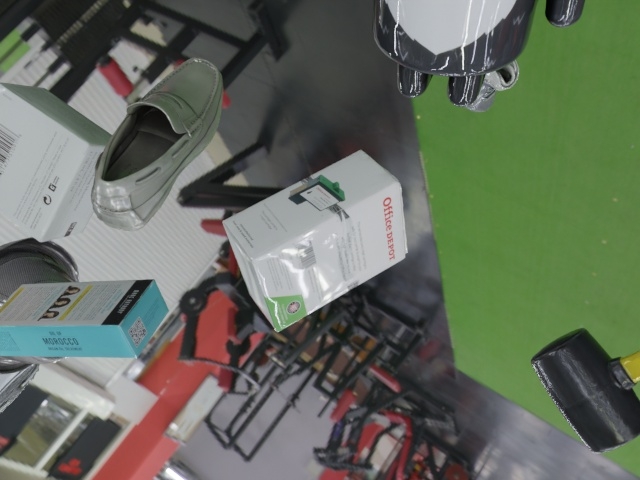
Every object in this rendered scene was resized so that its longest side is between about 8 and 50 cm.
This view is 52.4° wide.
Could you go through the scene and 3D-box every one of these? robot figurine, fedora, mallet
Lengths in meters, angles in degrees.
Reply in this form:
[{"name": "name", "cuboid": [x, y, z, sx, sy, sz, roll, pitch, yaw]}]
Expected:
[{"name": "robot figurine", "cuboid": [0.138, -0.276, 0.652, 0.278, 0.209, 0.173, 90, 161, -44]}, {"name": "fedora", "cuboid": [-0.473, 0.126, 1.100, 0.124, 0.244, 0.275, 18, 157, 24]}, {"name": "mallet", "cuboid": [0.197, 0.050, 0.310, 0.189, 0.039, 0.062, -31, 81, 35]}]

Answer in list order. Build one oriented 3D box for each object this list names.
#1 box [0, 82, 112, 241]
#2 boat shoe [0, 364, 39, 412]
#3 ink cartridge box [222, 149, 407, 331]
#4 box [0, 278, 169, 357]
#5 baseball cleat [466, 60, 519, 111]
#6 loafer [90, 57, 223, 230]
[{"name": "box", "cuboid": [-0.442, -0.124, 1.034, 0.182, 0.181, 0.119, 34, -166, 6]}, {"name": "boat shoe", "cuboid": [-0.707, 0.275, 1.500, 0.121, 0.335, 0.119, 31, 155, 20]}, {"name": "ink cartridge box", "cuboid": [0.000, 0.000, 0.883, 0.092, 0.219, 0.160, 48, 160, 39]}, {"name": "box", "cuboid": [-0.348, 0.111, 0.922, 0.244, 0.100, 0.060, -3, 124, 21]}, {"name": "baseball cleat", "cuboid": [0.266, -0.252, 1.040, 0.109, 0.072, 0.206, 43, -178, 32]}, {"name": "loafer", "cuboid": [-0.221, -0.158, 0.921, 0.112, 0.319, 0.111, 16, 146, 4]}]
